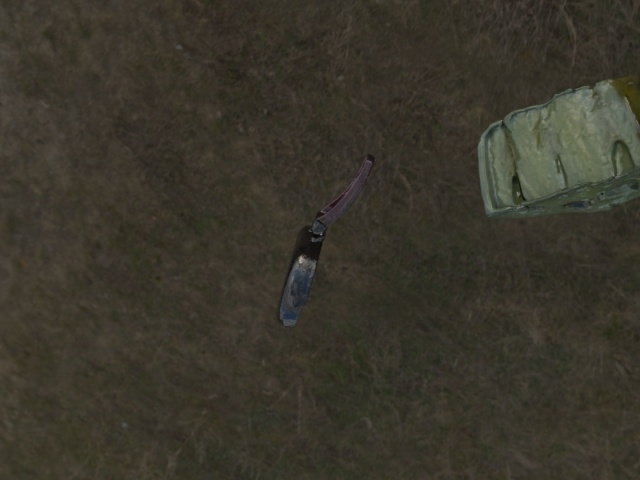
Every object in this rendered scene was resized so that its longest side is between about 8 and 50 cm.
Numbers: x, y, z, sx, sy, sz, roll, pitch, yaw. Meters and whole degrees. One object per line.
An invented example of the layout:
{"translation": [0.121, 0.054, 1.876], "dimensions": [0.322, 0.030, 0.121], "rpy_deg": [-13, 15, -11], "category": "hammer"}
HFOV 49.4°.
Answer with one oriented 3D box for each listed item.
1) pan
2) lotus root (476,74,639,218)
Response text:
{"translation": [-0.003, -0.002, 0.715], "dimensions": [0.040, 0.115, 0.212], "rpy_deg": [23, 118, -5], "category": "pan"}
{"translation": [0.306, -0.100, 0.821], "dimensions": [0.138, 0.119, 0.235], "rpy_deg": [8, 164, -39], "category": "lotus root"}
